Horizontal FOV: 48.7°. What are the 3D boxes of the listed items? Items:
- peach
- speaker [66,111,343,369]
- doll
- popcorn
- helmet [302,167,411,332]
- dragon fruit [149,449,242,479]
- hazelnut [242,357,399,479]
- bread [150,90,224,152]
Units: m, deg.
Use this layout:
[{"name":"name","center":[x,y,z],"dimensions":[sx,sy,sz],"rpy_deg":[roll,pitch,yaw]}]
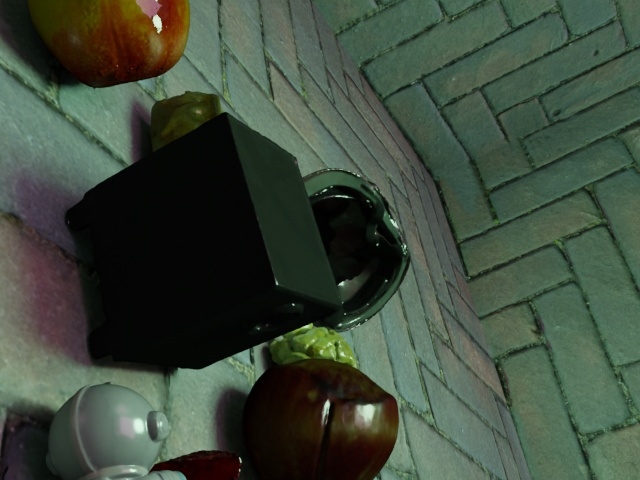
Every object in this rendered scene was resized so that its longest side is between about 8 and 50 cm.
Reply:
[{"name":"peach","center":[-0.288,-0.323,0.974],"dimensions":[0.231,0.231,0.231],"rpy_deg":[53,21,-31]},{"name":"speaker","center":[-0.141,0.020,0.866],"dimensions":[0.184,0.254,0.232],"rpy_deg":[27,41,-61]},{"name":"doll","center":[-0.184,0.257,0.631],"dimensions":[0.151,0.151,0.287],"rpy_deg":[39,27,-53]},{"name":"popcorn","center":[-0.007,0.205,1.193],"dimensions":[0.141,0.135,0.162],"rpy_deg":[38,33,-40]},{"name":"helmet","center":[0.000,0.000,1.326],"dimensions":[0.338,0.271,0.197],"rpy_deg":[48,-6,-30]},{"name":"dragon fruit","center":[-0.111,0.326,0.781],"dimensions":[0.092,0.122,0.192],"rpy_deg":[57,10,-72]},{"name":"hazelnut","center":[-0.007,0.279,1.014],"dimensions":[0.229,0.229,0.229],"rpy_deg":[53,21,-31]},{"name":"bread","center":[-0.187,-0.098,1.102],"dimensions":[0.152,0.130,0.267],"rpy_deg":[7,51,-25]}]
